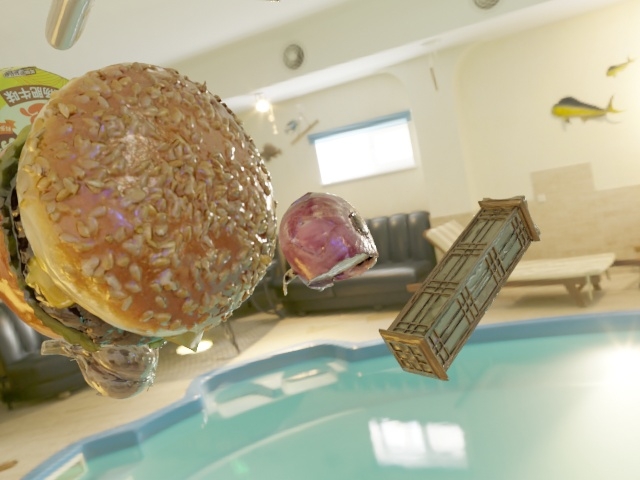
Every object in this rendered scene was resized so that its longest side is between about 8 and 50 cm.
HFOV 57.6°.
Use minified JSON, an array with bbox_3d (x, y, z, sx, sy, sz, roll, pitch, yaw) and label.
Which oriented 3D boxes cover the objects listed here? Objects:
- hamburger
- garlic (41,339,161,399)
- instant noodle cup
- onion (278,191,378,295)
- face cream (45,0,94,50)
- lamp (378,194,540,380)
[{"bbox_3d":[-0.182,-0.026,0.587,0.225,0.291,0.291,-15,2,39],"label":"hamburger"},{"bbox_3d":[-0.361,0.186,0.972,0.194,0.131,0.127,19,-7,-14],"label":"garlic"},{"bbox_3d":[-0.558,-0.142,1.087,0.221,0.312,0.311,-8,6,36],"label":"instant noodle cup"},{"bbox_3d":[0.010,-0.007,1.134,0.207,0.201,0.200,-7,2,-36],"label":"onion"},{"bbox_3d":[-0.439,-0.480,1.069,0.071,0.144,0.291,21,-32,-26],"label":"face cream"},{"bbox_3d":[0.222,0.061,0.892,0.089,0.090,0.325,0,39,50],"label":"lamp"}]
